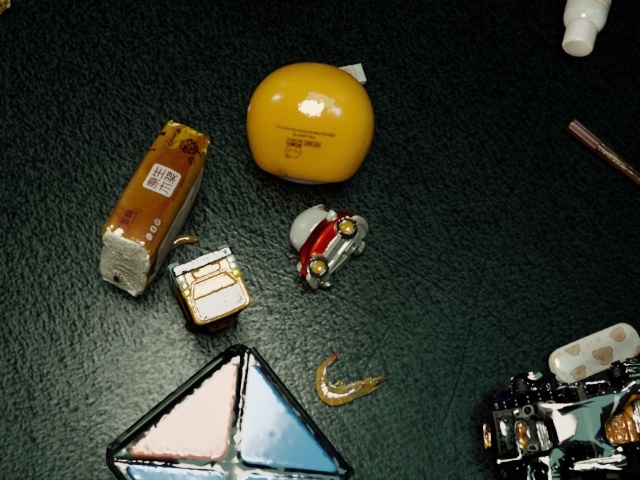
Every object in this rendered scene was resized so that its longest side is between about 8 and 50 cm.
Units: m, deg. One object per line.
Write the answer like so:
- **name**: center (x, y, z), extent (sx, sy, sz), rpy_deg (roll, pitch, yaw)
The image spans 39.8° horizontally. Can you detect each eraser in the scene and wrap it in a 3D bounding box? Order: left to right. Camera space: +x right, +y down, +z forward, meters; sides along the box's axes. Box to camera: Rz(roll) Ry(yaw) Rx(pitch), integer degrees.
- **eraser**: center (0.037, -0.290, 1.582), extent (0.083, 0.019, 0.038), rpy_deg (-15, 74, -11)

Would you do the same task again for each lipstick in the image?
- **lipstick**: center (0.521, -0.157, 1.600), extent (0.176, 0.027, 0.027), rpy_deg (40, 72, 4)

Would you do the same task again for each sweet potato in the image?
- **sweet potato**: center (-0.258, 0.010, 1.451), extent (0.115, 0.026, 0.026), rpy_deg (-22, 77, -18)

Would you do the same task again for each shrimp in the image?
- **shrimp**: center (0.046, 0.218, 1.426), extent (0.114, 0.023, 0.083), rpy_deg (-16, 73, -8)

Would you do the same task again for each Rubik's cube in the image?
- **Rubik's cube**: center (-0.129, 0.325, 1.254), extent (0.246, 0.250, 0.248), rpy_deg (-38, 79, -16)

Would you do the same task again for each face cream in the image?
- **face cream**: center (0.512, -0.468, 1.666), extent (0.082, 0.082, 0.268), rpy_deg (18, 72, -1)

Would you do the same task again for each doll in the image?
- **doll**: center (-0.012, -0.208, 1.474), extent (0.214, 0.213, 0.236), rpy_deg (16, 30, -2)

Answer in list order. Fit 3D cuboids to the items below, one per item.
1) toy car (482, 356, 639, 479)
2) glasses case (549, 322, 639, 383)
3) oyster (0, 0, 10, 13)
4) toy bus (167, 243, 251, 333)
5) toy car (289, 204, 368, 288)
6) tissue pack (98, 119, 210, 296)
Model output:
- **toy car**: center (0.404, 0.290, 1.373), extent (0.301, 0.118, 0.193), rpy_deg (-8, 73, 14)
- **glasses case**: center (0.459, 0.189, 1.476), extent (0.164, 0.041, 0.063), rpy_deg (-19, 77, -12)
- **oyster**: center (-0.600, -0.408, 1.534), extent (0.132, 0.029, 0.086), rpy_deg (-14, 69, -8)
- **toy bus**: center (-0.170, 0.080, 1.353), extent (0.098, 0.201, 0.114), rpy_deg (-22, 85, -14)
- **toy car**: center (0.000, 0.000, 1.452), extent (0.112, 0.112, 0.139), rpy_deg (37, 81, 20)
- **tissue pack**: center (-0.255, -0.046, 1.365), extent (0.092, 0.183, 0.226), rpy_deg (25, 59, 1)
